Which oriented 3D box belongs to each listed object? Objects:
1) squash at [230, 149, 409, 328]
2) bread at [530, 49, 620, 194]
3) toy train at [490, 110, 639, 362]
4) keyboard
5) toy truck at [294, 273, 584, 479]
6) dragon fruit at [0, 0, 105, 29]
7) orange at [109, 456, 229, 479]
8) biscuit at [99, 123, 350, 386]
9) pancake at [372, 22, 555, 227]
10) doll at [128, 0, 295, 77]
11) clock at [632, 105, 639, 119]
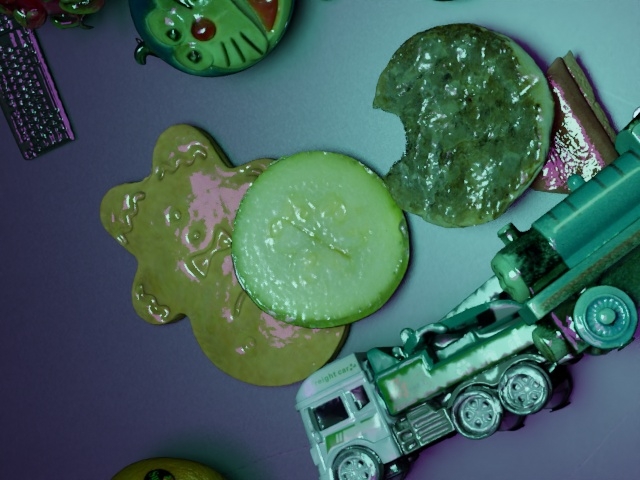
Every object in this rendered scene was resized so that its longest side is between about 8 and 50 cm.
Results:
[{"bbox_3d":[0.000,-0.001,1.856,0.219,0.041,0.219,0,84,-2],"label":"squash"},{"bbox_3d":[0.286,-0.111,1.789,0.119,0.067,0.192,-27,88,15],"label":"bread"},{"bbox_3d":[0.328,-0.005,1.666,0.298,0.120,0.194,-37,84,-5],"label":"toy train"},{"bbox_3d":[-0.399,-0.231,1.999,0.087,0.017,0.250,-21,89,15],"label":"keyboard"},{"bbox_3d":[0.147,0.167,1.808,0.363,0.176,0.178,-31,77,15],"label":"toy truck"},{"bbox_3d":[-0.315,-0.377,1.871,0.273,0.198,0.218,-46,56,28],"label":"dragon fruit"},{"bbox_3d":[-0.187,0.363,1.902,0.206,0.206,0.206,1,95,16],"label":"orange"},{"bbox_3d":[-0.115,0.027,1.923,0.275,0.052,0.355,-42,82,15],"label":"biscuit"},{"bbox_3d":[0.165,-0.134,1.796,0.253,0.037,0.254,-2,86,37],"label":"pancake"},{"bbox_3d":[-0.098,-0.319,1.824,0.322,0.186,0.198,-38,115,-1],"label":"doll"},{"bbox_3d":[0.474,-0.130,1.736,0.197,0.063,0.150,-31,86,16],"label":"clock"}]
